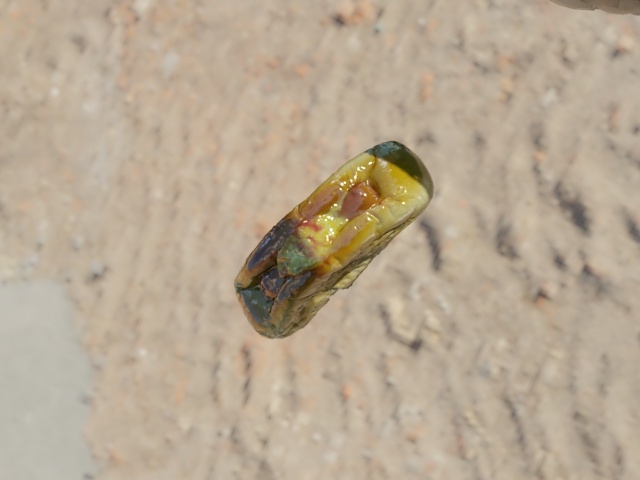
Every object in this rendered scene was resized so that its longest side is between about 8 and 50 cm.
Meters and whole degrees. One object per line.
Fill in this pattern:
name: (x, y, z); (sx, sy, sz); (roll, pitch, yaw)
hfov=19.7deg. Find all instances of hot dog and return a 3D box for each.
hot dog: (0.000, 0.000, 0.659); (0.090, 0.034, 0.030); (-44, 69, 20)

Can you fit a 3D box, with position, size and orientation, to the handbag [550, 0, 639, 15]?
handbag: (0.101, -0.160, 0.577); (0.169, 0.155, 0.215); (18, 39, 39)
